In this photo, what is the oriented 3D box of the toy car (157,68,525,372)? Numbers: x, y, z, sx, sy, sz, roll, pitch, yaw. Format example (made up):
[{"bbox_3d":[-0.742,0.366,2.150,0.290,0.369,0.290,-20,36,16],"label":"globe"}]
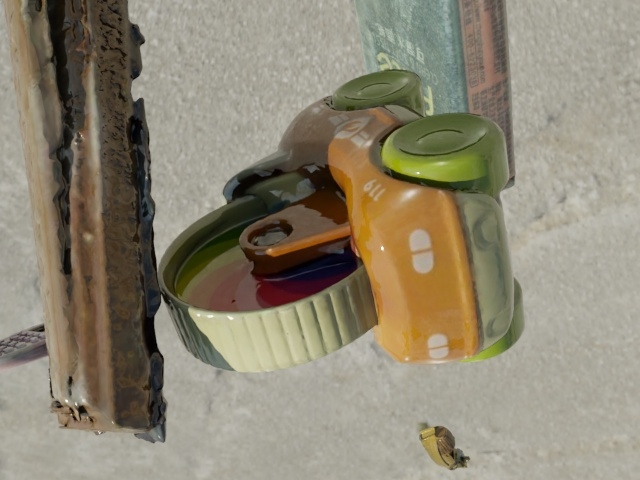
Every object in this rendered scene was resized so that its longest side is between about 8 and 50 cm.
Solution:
[{"bbox_3d":[0.000,0.000,0.568,0.235,0.235,0.145,-7,120,11],"label":"toy car"}]

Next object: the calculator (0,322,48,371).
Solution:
[{"bbox_3d":[-0.299,0.107,0.910,0.103,0.166,0.024,-5,104,51],"label":"calculator"}]

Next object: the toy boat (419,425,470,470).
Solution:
[{"bbox_3d":[0.210,0.347,1.442,0.049,0.047,0.149,-15,140,21],"label":"toy boat"}]

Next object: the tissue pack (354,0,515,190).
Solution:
[{"bbox_3d":[0.135,-0.228,1.036,0.103,0.228,0.315,-26,132,-12],"label":"tissue pack"}]

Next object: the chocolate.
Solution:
[{"bbox_3d":[-0.148,-0.040,0.519,0.065,0.329,0.102,-4,176,-45],"label":"chocolate"}]
